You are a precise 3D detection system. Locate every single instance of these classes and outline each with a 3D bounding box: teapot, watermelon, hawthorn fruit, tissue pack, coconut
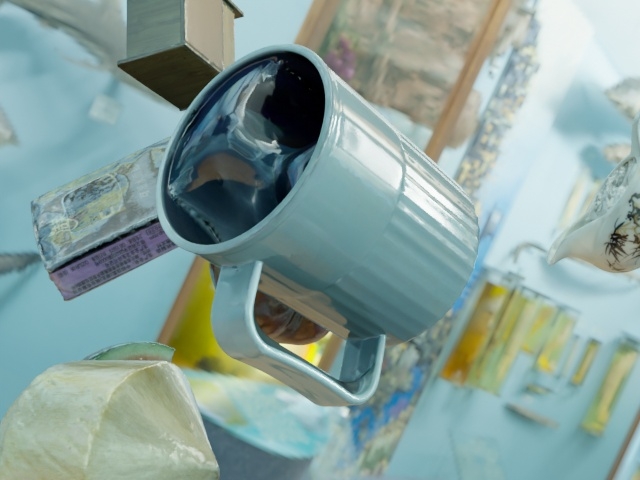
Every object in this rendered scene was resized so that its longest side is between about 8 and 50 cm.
[{"bbox_3d":[0.471,-0.071,1.803,0.166,0.299,0.208,24,4,6],"label":"teapot"},{"bbox_3d":[-0.349,0.255,2.142,0.207,0.202,0.136,-20,28,-16],"label":"watermelon"},{"bbox_3d":[-0.066,0.047,1.774,0.208,0.208,0.248,24,0,-26],"label":"hawthorn fruit"},{"bbox_3d":[-0.340,-0.053,2.208,0.259,0.361,0.122,-119,-175,-55],"label":"tissue pack"},{"bbox_3d":[-0.286,0.303,1.694,0.329,0.329,0.329,25,1,0],"label":"coconut"}]

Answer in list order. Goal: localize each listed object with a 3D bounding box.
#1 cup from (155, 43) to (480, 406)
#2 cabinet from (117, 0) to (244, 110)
[{"bbox_3d":[0.015,-0.013,1.390,0.311,0.257,0.331,34,29,-41],"label":"cup"},{"bbox_3d":[-0.246,-0.356,2.128,0.148,0.174,0.215,-11,-21,23],"label":"cabinet"}]
